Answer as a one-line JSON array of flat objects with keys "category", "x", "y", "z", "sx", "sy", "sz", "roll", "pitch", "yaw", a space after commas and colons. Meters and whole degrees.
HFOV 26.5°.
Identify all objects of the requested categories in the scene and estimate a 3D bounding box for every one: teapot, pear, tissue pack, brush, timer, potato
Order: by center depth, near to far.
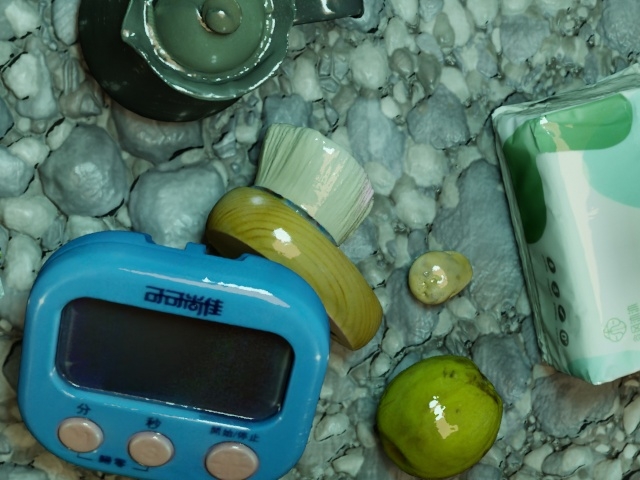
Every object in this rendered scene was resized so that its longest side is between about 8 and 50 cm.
[{"category": "teapot", "x": -0.105, "y": -0.228, "z": 1.514, "sx": 0.305, "sy": 0.285, "sz": 0.223, "roll": 20, "pitch": 89, "yaw": -17}, {"category": "timer", "x": -0.166, "y": 0.139, "z": 1.548, "sx": 0.340, "sy": 0.115, "sz": 0.309, "roll": 11, "pitch": 123, "yaw": -4}, {"category": "brush", "x": 0.000, "y": 0.000, "z": 1.640, "sx": 0.267, "sy": 0.174, "sz": 0.166, "roll": 45, "pitch": 72, "yaw": -24}, {"category": "pear", "x": 0.150, "y": 0.221, "z": 1.712, "sx": 0.162, "sy": 0.149, "sz": 0.149, "roll": -37, "pitch": 105, "yaw": -7}, {"category": "tissue pack", "x": 0.388, "y": -0.029, "z": 1.738, "sx": 0.266, "sy": 0.194, "sz": 0.356, "roll": -17, "pitch": 100, "yaw": -17}, {"category": "potato", "x": 0.154, "y": 0.045, "z": 1.746, "sx": 0.083, "sy": 0.062, "sz": 0.068, "roll": -23, "pitch": 118, "yaw": -36}]

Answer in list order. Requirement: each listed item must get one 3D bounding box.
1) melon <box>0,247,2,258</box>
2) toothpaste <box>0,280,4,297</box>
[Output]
[{"category": "melon", "x": -0.460, "y": -0.009, "z": 1.556, "sx": 0.182, "sy": 0.054, "sz": 0.098, "roll": 42, "pitch": 67, "yaw": -17}, {"category": "toothpaste", "x": -0.436, "y": -0.087, "z": 1.505, "sx": 0.067, "sy": 0.081, "sz": 0.336, "roll": -17, "pitch": 94, "yaw": -40}]
